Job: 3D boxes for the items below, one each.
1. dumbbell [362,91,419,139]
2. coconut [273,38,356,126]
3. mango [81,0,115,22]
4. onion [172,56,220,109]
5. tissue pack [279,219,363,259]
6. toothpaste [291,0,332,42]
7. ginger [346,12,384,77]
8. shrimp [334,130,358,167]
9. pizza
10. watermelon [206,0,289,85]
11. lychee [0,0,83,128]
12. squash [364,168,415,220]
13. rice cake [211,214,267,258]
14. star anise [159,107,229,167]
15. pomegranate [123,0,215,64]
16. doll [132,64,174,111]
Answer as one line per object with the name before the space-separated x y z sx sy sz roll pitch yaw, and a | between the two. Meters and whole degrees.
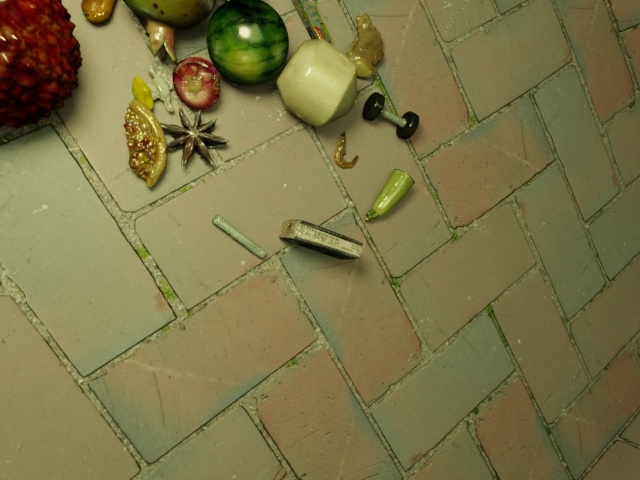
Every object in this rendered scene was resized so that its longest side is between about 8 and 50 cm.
dumbbell | 0.250 -0.444 1.551 0.191 0.100 0.100 22 82 -21
coconut | -0.001 -0.486 1.371 0.247 0.245 0.245 33 78 -20
mango | -0.613 -0.661 1.210 0.077 0.063 0.127 25 76 -16
onion | -0.359 -0.479 1.305 0.150 0.140 0.150 4 124 6
tissue pack | 0.000 0.000 1.412 0.235 0.173 0.073 19 82 -22
toothpaste | -0.029 -0.745 1.447 0.044 0.070 0.193 -35 103 -20
ginger | 0.164 -0.684 1.530 0.137 0.074 0.213 19 77 -21
shrimp | 0.091 -0.319 1.526 0.091 0.025 0.127 1 94 -23
pizza | -0.502 -0.275 1.240 0.127 0.058 0.246 4 99 1
watermelon | -0.213 -0.583 1.283 0.242 0.242 0.242 0 91 -23
lychee | -0.788 -0.462 0.940 0.500 0.424 0.425 22 81 -49
squash | 0.235 -0.153 1.563 0.094 0.094 0.224 43 82 -17
rice cake | -0.255 -0.009 1.382 0.207 0.033 0.033 39 75 -19
star anise | -0.381 -0.303 1.308 0.204 0.061 0.181 -10 89 -21
pomegranate | -0.441 -0.682 1.188 0.290 0.291 0.323 29 110 -20
doll | -0.487 -0.445 1.266 0.113 0.071 0.135 -2 87 -30
